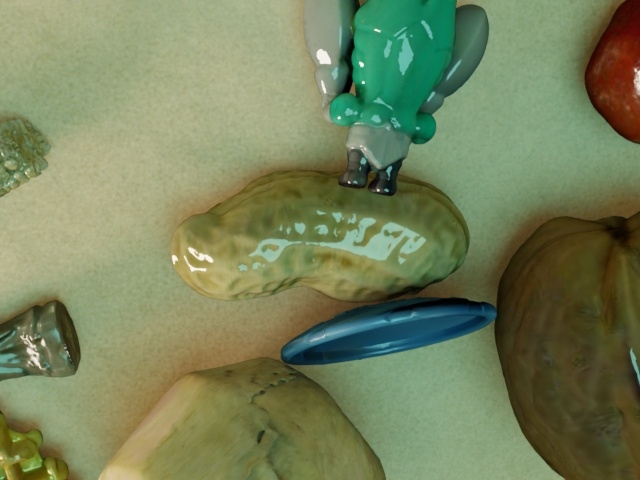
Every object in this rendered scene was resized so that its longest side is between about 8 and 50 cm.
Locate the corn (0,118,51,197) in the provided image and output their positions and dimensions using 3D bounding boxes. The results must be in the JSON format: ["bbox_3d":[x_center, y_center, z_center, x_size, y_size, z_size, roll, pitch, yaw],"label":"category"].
[{"bbox_3d":[-0.385,-0.057,1.347,0.211,0.087,0.087,-29,110,1],"label":"corn"}]

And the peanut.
[{"bbox_3d":[0.000,0.000,1.405,0.325,0.140,0.153,-6,125,-6],"label":"peanut"}]

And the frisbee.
[{"bbox_3d":[0.071,0.092,1.415,0.242,0.242,0.045,-11,78,-6],"label":"frisbee"}]

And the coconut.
[{"bbox_3d":[-0.088,0.306,1.370,0.353,0.352,0.352,-3,109,-9],"label":"coconut"}]

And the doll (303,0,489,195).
[{"bbox_3d":[0.058,-0.190,1.341,0.195,0.153,0.258,41,82,-21],"label":"doll"}]

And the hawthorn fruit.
[{"bbox_3d":[0.386,-0.180,1.376,0.185,0.202,0.185,-2,100,-10],"label":"hawthorn fruit"}]

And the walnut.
[{"bbox_3d":[0.352,0.136,1.433,0.306,0.306,0.344,-13,107,-5],"label":"walnut"}]

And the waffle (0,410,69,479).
[{"bbox_3d":[-0.410,0.318,1.467,0.309,0.065,0.283,30,104,-21],"label":"waffle"}]

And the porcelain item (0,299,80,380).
[{"bbox_3d":[-0.379,0.131,1.427,0.216,0.069,0.081,-16,115,1],"label":"porcelain item"}]
